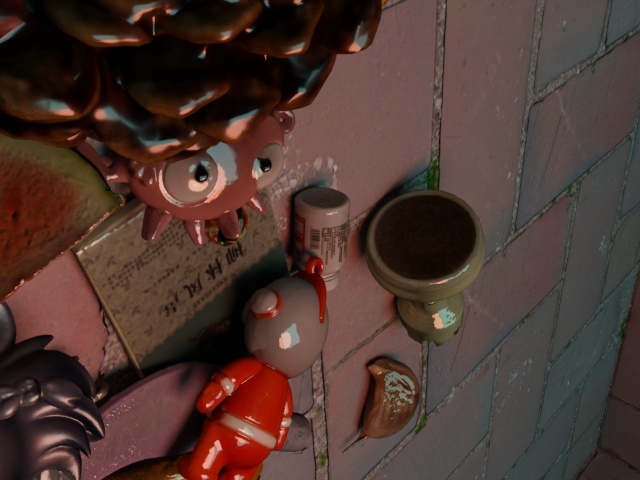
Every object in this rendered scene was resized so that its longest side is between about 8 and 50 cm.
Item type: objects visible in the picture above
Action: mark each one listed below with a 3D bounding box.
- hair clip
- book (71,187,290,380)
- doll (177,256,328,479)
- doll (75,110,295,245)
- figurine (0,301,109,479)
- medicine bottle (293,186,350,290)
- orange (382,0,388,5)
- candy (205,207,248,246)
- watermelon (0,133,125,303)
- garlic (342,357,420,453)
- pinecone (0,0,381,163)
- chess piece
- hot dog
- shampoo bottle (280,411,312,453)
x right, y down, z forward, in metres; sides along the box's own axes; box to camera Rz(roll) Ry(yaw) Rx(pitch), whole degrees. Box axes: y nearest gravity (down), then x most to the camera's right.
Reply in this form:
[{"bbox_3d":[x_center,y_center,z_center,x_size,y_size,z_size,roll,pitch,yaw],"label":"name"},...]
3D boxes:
[{"bbox_3d":[-0.223,0.230,0.927,0.358,0.110,0.095,-15,166,-44],"label":"hair clip"},{"bbox_3d":[-0.148,0.069,0.989,0.264,0.031,0.379,-41,139,-27],"label":"book"},{"bbox_3d":[-0.074,0.168,1.007,0.200,0.105,0.337,45,65,-50],"label":"doll"},{"bbox_3d":[-0.141,-0.099,0.823,0.261,0.093,0.211,-14,102,-29],"label":"doll"},{"bbox_3d":[-0.326,0.186,0.717,0.265,0.175,0.197,-52,154,-28],"label":"figurine"},{"bbox_3d":[0.000,0.000,1.097,0.079,0.079,0.140,-27,132,-41],"label":"medicine bottle"},{"bbox_3d":[0.061,-0.339,0.975,0.083,0.070,0.083,-34,149,-24],"label":"orange"},{"bbox_3d":[-0.097,-0.082,0.903,0.055,0.049,0.185,14,91,-37],"label":"candy"},{"bbox_3d":[-0.320,0.019,0.654,0.303,0.159,0.128,-41,171,-8],"label":"watermelon"},{"bbox_3d":[0.119,0.321,1.467,0.128,0.090,0.198,5,114,-38],"label":"garlic"},{"bbox_3d":[-0.133,-0.245,0.556,0.397,0.397,0.398,-30,133,-39],"label":"pinecone"},{"bbox_3d":[0.187,0.068,1.313,0.195,0.194,0.299,-50,152,-20],"label":"chess piece"},{"bbox_3d":[-0.207,0.325,1.009,0.288,0.068,0.083,-3,110,-36],"label":"hot dog"},{"bbox_3d":[-0.094,0.290,1.168,0.214,0.072,0.072,27,88,-55],"label":"shampoo bottle"}]
